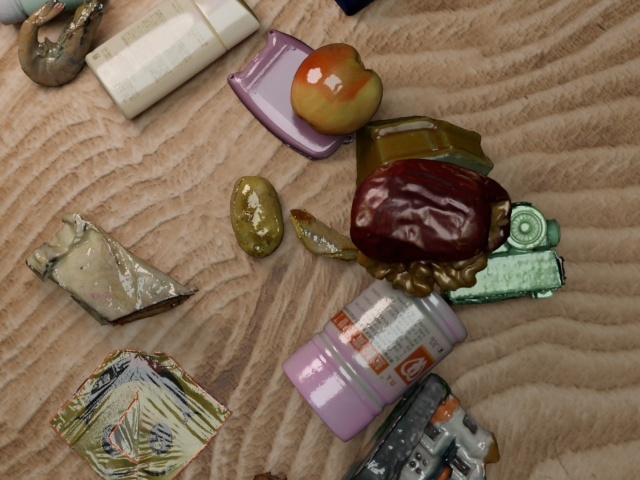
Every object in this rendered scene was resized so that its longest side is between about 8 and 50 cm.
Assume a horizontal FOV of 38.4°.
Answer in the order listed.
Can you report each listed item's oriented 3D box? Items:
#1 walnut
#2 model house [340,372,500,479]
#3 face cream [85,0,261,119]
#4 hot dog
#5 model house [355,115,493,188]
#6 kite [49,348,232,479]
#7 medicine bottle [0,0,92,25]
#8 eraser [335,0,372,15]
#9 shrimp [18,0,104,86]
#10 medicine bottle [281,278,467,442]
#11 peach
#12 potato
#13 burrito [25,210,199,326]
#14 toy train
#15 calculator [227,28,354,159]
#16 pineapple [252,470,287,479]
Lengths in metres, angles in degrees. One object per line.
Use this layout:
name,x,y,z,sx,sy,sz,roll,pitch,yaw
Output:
walnut,0.195,-0.021,1.634,0.268,0.221,0.244,5,79,24
model house,0.222,0.440,1.707,0.301,0.190,0.271,43,58,-1
face cream,-0.312,-0.418,1.940,0.348,0.081,0.174,-36,80,-1
hot dog,0.000,0.000,1.867,0.168,0.078,0.061,32,126,9
model house,0.187,-0.165,1.841,0.267,0.173,0.239,-8,43,-2
kite,-0.366,0.384,1.866,0.377,0.013,0.328,0,83,2
medicine bottle,-0.582,-0.546,1.948,0.225,0.139,0.139,-17,81,2
eraser,0.017,-0.647,1.940,0.155,0.101,0.332,-37,82,-3
shrimp,-0.545,-0.440,1.921,0.145,0.059,0.254,17,119,-27
medicine bottle,0.103,0.210,1.762,0.316,0.202,0.202,-42,81,-3
peach,0.028,-0.295,1.823,0.184,0.184,0.184,-1,82,4
potato,-0.130,-0.049,1.878,0.107,0.080,0.171,-3,80,-9
burrito,-0.428,0.080,1.871,0.347,0.107,0.175,31,101,10
toy train,0.339,0.030,1.798,0.271,0.159,0.188,-8,86,-1
calculator,-0.044,-0.303,1.924,0.294,0.043,0.194,41,86,6
pineapple,0.018,0.562,1.752,0.364,0.165,0.166,19,84,0
